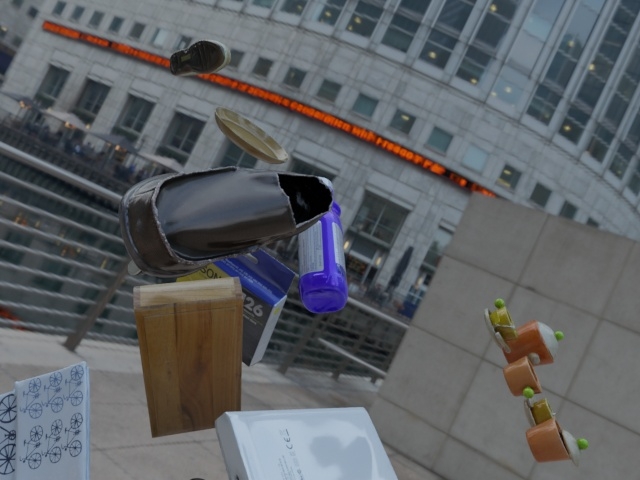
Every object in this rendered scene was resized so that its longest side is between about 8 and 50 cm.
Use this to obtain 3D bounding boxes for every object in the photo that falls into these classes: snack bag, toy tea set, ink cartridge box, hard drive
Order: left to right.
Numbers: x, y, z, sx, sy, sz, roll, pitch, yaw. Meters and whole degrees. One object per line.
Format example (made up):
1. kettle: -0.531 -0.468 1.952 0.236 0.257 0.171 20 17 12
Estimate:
1. snack bag: -0.634 0.450 1.237 0.343 0.322 0.037 -18 -28 10
2. ink cartridge box: -0.244 0.135 1.561 0.304 0.307 0.072 33 33 19
3. hard drive: 0.000 0.400 1.002 0.353 0.047 0.232 15 40 -46
4. toy tea set: 0.438 0.272 1.149 0.200 0.124 0.335 42 30 -50

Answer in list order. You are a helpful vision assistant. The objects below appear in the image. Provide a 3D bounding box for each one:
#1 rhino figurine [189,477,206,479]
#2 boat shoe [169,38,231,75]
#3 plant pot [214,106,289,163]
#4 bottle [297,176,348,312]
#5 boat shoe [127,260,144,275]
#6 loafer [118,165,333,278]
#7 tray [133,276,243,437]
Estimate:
1. rhino figurine: -0.189 0.540 1.155 0.243 0.073 0.106 40 -46 -22
2. boat shoe: -0.234 -0.372 1.212 0.072 0.068 0.190 -4 12 -44
3. plant pot: -0.189 -0.275 1.582 0.236 0.032 0.236 34 18 -13
4. bottle: 0.000 0.000 1.181 0.092 0.282 0.118 -7 -34 5
5. boat shoe: -0.390 0.041 1.360 0.046 0.125 0.038 59 20 19
6. loafer: -0.104 -0.050 0.786 0.130 0.133 0.366 -17 3 33
7. tray: -0.270 0.260 1.247 0.203 0.410 0.076 -5 41 -14
